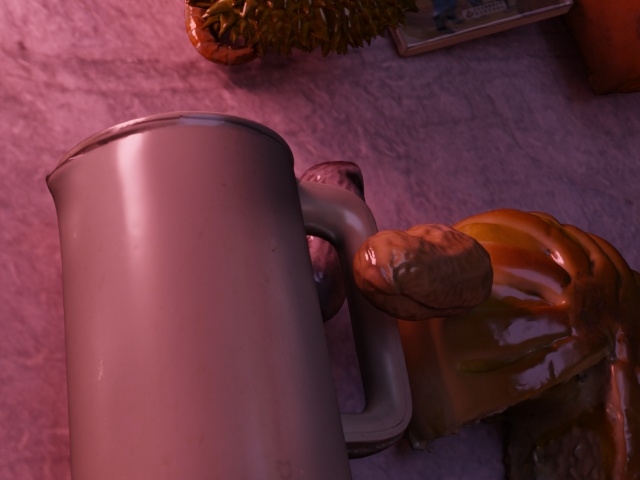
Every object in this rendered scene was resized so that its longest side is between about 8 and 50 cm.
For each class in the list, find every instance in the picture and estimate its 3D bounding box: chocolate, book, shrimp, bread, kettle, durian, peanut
[{"bbox_3d":[0.000,0.000,1.320,0.072,0.072,0.167,25,56,-21],"label":"chocolate"},{"bbox_3d":[0.126,-0.334,1.579,0.202,0.027,0.264,-17,75,-17],"label":"book"},{"bbox_3d":[-0.095,-0.209,1.404,0.083,0.023,0.114,4,58,-39],"label":"shrimp"},{"bbox_3d":[0.219,0.115,1.349,0.333,0.160,0.333,17,56,-27],"label":"bread"},{"bbox_3d":[-0.065,0.082,1.128,0.265,0.205,0.318,-9,64,-3],"label":"kettle"},{"bbox_3d":[-0.013,-0.289,1.353,0.291,0.225,0.291,32,37,-28],"label":"durian"},{"bbox_3d":[0.081,0.023,1.195,0.174,0.080,0.080,4,61,-59],"label":"peanut"}]

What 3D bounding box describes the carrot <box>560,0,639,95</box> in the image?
[{"bbox_3d":[0.336,-0.335,1.644,0.224,0.224,0.340,-14,82,-39],"label":"carrot"}]
